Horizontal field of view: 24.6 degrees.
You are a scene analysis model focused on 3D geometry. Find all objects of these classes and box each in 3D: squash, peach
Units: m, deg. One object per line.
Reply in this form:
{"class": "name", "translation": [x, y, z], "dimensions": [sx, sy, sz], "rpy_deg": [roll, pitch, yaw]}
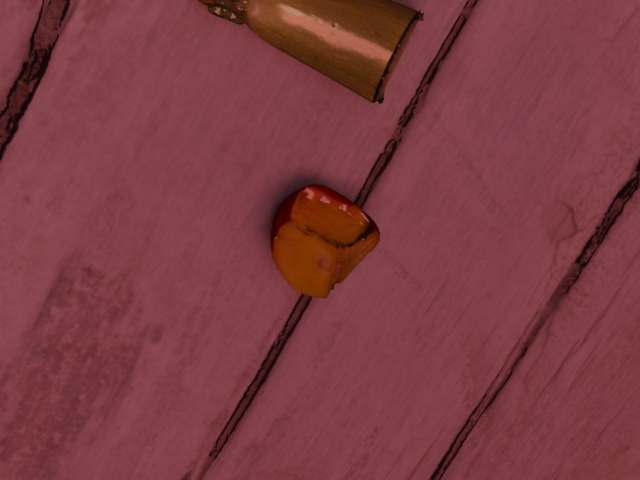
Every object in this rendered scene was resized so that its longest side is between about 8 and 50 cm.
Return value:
{"class": "squash", "translation": [-0.004, -0.267, 1.775], "dimensions": [0.287, 0.137, 0.137], "rpy_deg": [22, 113, -26]}
{"class": "peach", "translation": [-0.005, -0.001, 1.953], "dimensions": [0.151, 0.118, 0.151], "rpy_deg": [-28, 150, -18]}
